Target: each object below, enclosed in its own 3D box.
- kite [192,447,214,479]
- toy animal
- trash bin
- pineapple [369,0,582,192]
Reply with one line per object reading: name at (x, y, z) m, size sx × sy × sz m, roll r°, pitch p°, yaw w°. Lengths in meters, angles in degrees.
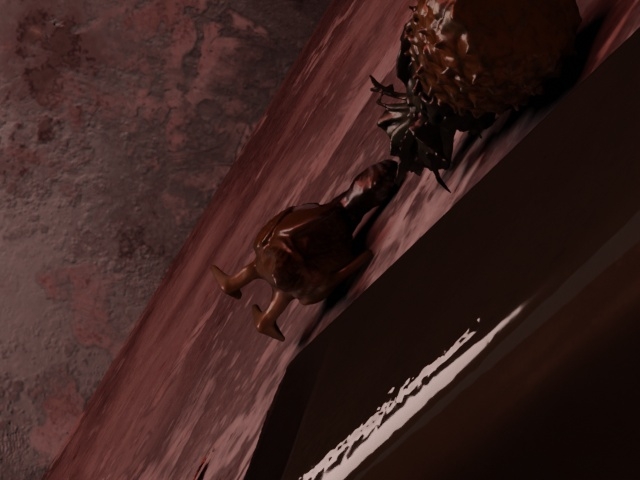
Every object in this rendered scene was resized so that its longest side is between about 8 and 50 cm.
kite at (-0.145, 0.282, 1.550) m, size 0.125 × 0.008 × 0.222 m, roll -56°, pitch 8°, yaw 30°
toy animal at (0.000, 0.000, 1.487) m, size 0.179 × 0.089 × 0.188 m, roll -42°, pitch 4°, yaw 4°
trash bin at (0.107, 0.044, 0.462) m, size 0.240 × 0.164 × 0.122 m, roll -47°, pitch 14°, yaw 40°
pineapple at (0.095, -0.113, 1.269) m, size 0.125 × 0.125 × 0.251 m, roll -62°, pitch 4°, yaw -24°
